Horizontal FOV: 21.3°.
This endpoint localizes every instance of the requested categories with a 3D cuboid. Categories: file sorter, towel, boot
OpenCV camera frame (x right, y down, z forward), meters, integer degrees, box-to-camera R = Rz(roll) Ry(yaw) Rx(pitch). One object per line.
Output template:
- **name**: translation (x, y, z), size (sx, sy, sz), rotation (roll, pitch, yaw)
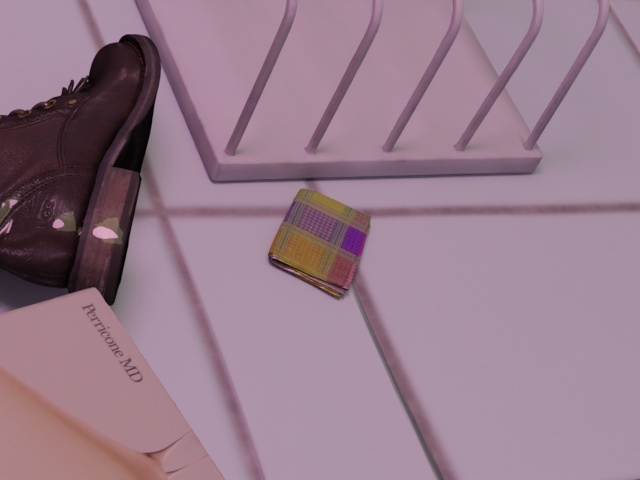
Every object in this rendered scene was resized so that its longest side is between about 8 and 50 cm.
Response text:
- **file sorter**: translation (0.041, -0.173, 1.241), size (0.277, 0.173, 0.193), rotation (-2, 51, -30)
- **towel**: translation (0.000, 0.000, 1.173), size (0.060, 0.009, 0.083), rotation (25, 42, -3)
- **boot**: translation (-0.224, -0.066, 1.069), size (0.229, 0.091, 0.263), rotation (11, 38, -7)

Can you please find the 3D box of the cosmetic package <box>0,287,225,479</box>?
- **cosmetic package**: translation (-0.216, 0.148, 0.845), size (0.309, 0.113, 0.160), rotation (-19, 60, -37)
